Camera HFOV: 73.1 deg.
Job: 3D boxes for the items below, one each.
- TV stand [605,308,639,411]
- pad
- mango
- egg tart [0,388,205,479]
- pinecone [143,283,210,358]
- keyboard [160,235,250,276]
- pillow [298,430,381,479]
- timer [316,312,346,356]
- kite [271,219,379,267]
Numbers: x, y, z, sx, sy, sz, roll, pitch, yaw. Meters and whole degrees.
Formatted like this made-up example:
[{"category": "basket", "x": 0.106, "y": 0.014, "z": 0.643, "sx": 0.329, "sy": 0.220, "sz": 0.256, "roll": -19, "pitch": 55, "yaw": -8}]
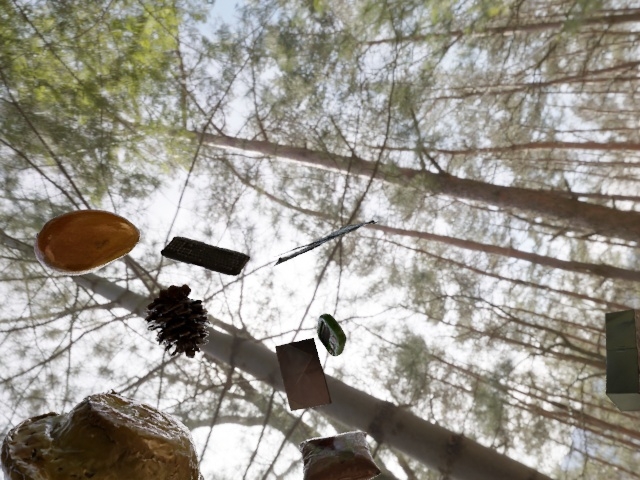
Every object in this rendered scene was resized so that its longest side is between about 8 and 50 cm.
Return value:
[{"category": "TV stand", "x": 0.846, "y": 0.323, "z": 1.191, "sx": 0.088, "sy": 0.083, "sz": 0.269, "roll": 43, "pitch": -130, "yaw": -18}, {"category": "pad", "x": -0.066, "y": 0.483, "z": 1.560, "sx": 0.004, "sy": 0.163, "sz": 0.243, "roll": 8, "pitch": -114, "yaw": -74}, {"category": "mango", "x": -0.529, "y": -0.001, "z": 0.993, "sx": 0.219, "sy": 0.112, "sz": 0.145, "roll": -16, "pitch": -88, "yaw": -34}, {"category": "egg tart", "x": -0.391, "y": 0.436, "z": 0.875, "sx": 0.178, "sy": 0.443, "sz": 0.443, "roll": -62, "pitch": -37, "yaw": -11}, {"category": "pinecone", "x": -0.414, "y": 0.247, "z": 1.283, "sx": 0.168, "sy": 0.212, "sz": 0.185, "roll": -36, "pitch": -23, "yaw": -32}, {"category": "keyboard", "x": -0.347, "y": 0.045, "z": 1.299, "sx": 0.106, "sy": 0.262, "sz": 0.016, "roll": -64, "pitch": -17, "yaw": -46}, {"category": "pillow", "x": 0.049, "y": 0.639, "z": 1.258, "sx": 0.236, "sy": 0.223, "sz": 0.084, "roll": -117, "pitch": 16, "yaw": -82}, {"category": "timer", "x": 0.036, "y": 0.315, "z": 1.449, "sx": 0.047, "sy": 0.128, "sz": 0.140, "roll": -21, "pitch": -39, "yaw": -28}, {"category": "kite", "x": 0.000, "y": -0.001, "z": 1.178, "sx": 0.406, "sy": 0.368, "sz": 0.014, "roll": -28, "pitch": -82, "yaw": -57}]
